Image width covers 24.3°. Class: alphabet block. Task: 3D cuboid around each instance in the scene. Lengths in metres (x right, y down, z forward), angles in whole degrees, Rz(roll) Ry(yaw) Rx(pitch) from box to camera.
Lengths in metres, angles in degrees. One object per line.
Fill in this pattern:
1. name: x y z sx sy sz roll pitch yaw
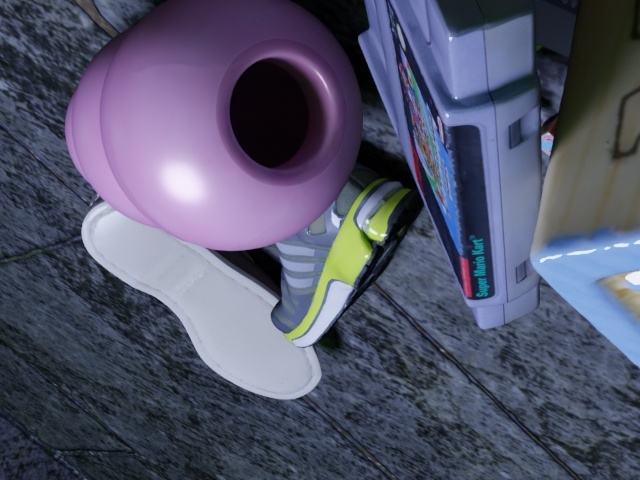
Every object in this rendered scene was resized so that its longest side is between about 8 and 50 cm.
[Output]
1. alphabet block: 0.254 -0.039 0.823 0.193 0.197 0.192 -11 143 39

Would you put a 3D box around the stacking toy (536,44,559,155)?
1. stacking toy: 0.165 -0.072 1.105 0.221 0.052 0.167 38 154 -9

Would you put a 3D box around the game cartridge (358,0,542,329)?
1. game cartridge: 0.068 -0.108 0.887 0.068 0.230 0.355 -16 152 1

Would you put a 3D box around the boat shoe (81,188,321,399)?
1. boat shoe: -0.118 0.045 1.582 0.116 0.096 0.324 -39 116 21

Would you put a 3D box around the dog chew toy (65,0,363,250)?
1. dog chew toy: -0.110 -0.096 1.223 0.206 0.206 0.332 45 159 -23

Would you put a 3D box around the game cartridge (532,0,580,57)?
1. game cartridge: 0.150 -0.220 0.864 0.196 0.060 0.294 24 153 12

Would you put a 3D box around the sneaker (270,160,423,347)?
1. sneaker: 0.000 0.000 1.383 0.121 0.111 0.300 41 150 7
